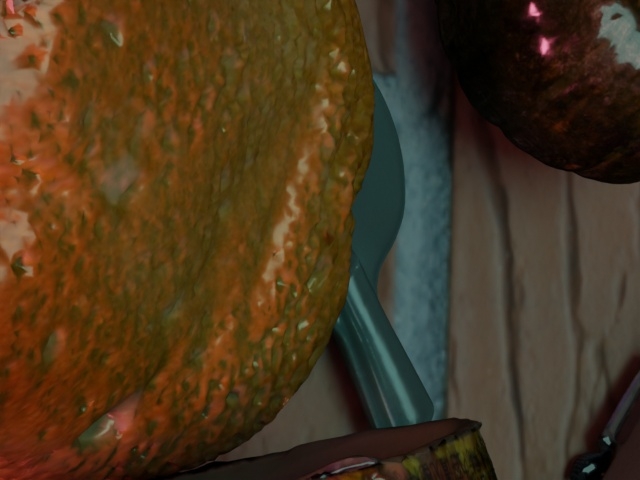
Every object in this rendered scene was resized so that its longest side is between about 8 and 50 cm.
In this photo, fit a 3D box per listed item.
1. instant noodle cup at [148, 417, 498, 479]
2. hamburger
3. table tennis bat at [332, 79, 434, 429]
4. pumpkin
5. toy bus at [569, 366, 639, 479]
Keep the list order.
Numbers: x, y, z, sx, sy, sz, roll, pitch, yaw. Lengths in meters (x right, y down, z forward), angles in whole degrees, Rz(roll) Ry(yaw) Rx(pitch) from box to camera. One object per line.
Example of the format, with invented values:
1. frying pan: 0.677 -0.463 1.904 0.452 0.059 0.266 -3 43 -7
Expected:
1. instant noodle cup: -0.032 0.224 0.613 0.340 0.340 0.266 -8 83 -39
2. hamburger: -0.114 -0.041 0.601 0.314 0.170 0.290 25 75 -58
3. table tennis bat: 0.000 0.000 0.808 0.149 0.038 0.237 -35 105 -35
4. pumpkin: 0.164 -0.141 0.870 0.223 0.157 0.224 6 74 -23
5. toy bus: 0.238 0.127 0.962 0.274 0.090 0.112 -53 128 -26
